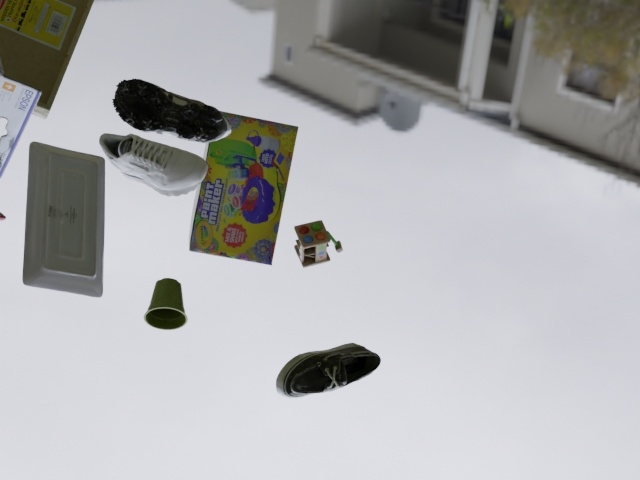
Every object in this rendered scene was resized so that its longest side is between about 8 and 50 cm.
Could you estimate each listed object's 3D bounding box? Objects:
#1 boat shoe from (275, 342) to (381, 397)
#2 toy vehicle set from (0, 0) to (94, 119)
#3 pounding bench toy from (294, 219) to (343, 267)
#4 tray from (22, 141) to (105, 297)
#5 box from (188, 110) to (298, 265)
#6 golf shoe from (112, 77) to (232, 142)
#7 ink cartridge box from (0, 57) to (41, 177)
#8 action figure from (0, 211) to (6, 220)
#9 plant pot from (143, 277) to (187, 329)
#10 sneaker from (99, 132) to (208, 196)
[{"bbox_3d":[0.017,0.242,2.162,0.219,0.077,0.070,-18,-161,-36],"label":"boat shoe"},{"bbox_3d":[-0.425,-0.323,1.666,0.166,0.035,0.266,23,-113,-15],"label":"toy vehicle set"},{"bbox_3d":[0.000,0.000,2.050,0.083,0.065,0.052,-14,-129,-13],"label":"pounding bench toy"},{"bbox_3d":[-0.433,-0.041,1.994,0.145,0.030,0.270,12,-117,-32],"label":"tray"},{"bbox_3d":[-0.170,-0.113,2.445,0.177,0.289,0.279,11,-177,-7],"label":"box"},{"bbox_3d":[-0.228,-0.192,1.796,0.198,0.077,0.094,23,-174,19],"label":"golf shoe"},{"bbox_3d":[-0.494,-0.181,1.501,0.224,0.223,0.045,17,-127,-22],"label":"ink cartridge box"},{"bbox_3d":[-0.536,0.083,1.629,0.091,0.280,0.139,25,-177,-21],"label":"action figure"},{"bbox_3d":[-0.293,0.117,2.218,0.083,0.083,0.079,4,-125,-5],"label":"plant pot"},{"bbox_3d":[-0.313,-0.148,2.157,0.235,0.095,0.090,11,-116,34],"label":"sneaker"}]
